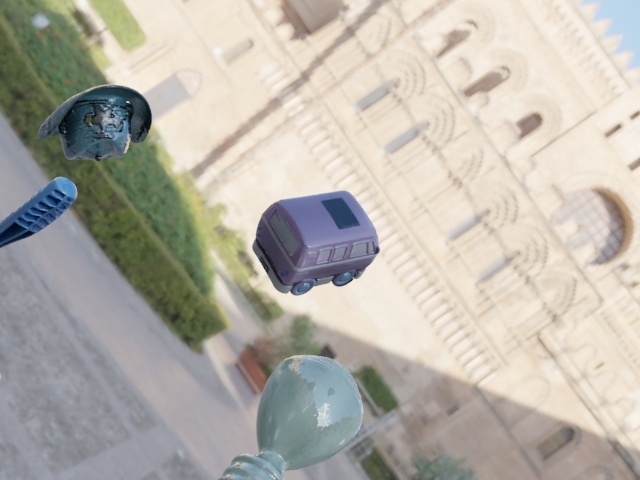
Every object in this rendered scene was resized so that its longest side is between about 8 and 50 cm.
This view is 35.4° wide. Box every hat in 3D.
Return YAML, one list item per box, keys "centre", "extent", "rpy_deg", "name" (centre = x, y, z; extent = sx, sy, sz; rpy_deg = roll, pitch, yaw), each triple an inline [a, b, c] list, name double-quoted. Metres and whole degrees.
- centre: [-0.296, -0.139, 1.323]
  extent: [0.191, 0.138, 0.078]
  rpy_deg: [-27, -114, 60]
  name: "hat"

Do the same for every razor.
- centre: [-0.366, 0.004, 1.134]
  extent: [0.082, 0.253, 0.042]
  rpy_deg: [33, 35, -39]
  name: "razor"

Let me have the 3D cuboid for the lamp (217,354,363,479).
- centre: [-0.031, 0.190, 0.978]
  extent: [0.106, 0.193, 0.106]
  rpy_deg: [20, -47, 23]
  name: "lamp"

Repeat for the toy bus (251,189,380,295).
- centre: [0.000, 0.000, 1.765]
  extent: [0.142, 0.202, 0.142]
  rpy_deg: [56, -42, 29]
  name: "toy bus"
